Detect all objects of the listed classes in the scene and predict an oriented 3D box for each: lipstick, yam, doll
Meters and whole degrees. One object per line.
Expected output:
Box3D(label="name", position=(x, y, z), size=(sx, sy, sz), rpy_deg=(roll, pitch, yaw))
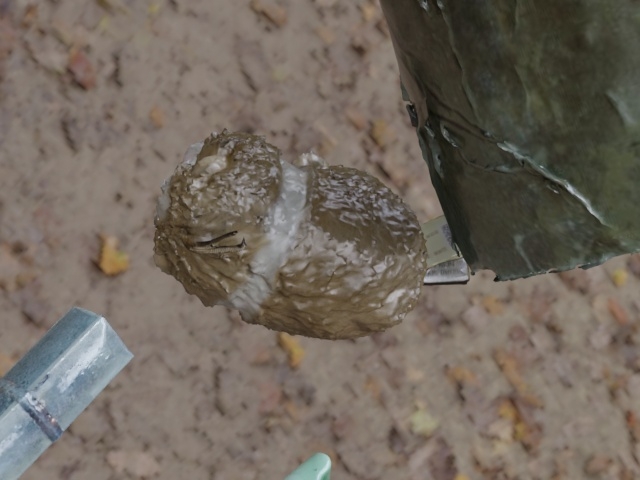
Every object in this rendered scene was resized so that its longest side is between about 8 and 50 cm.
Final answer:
Box3D(label="lipstick", position=(-0.329, 0.197, 1.497), size=(0.290, 0.077, 0.076), rpy_deg=(-46, 125, -22))
Box3D(label="yam", position=(0.131, -0.154, 0.684), size=(0.241, 0.241, 0.348), rpy_deg=(-42, 119, -50))
Box3D(label="doll", position=(0.000, 0.007, 0.844), size=(0.221, 0.105, 0.115), rpy_deg=(17, 25, -35))

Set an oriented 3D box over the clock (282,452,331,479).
Box3D(label="clock", position=(0.045, 0.304, 1.297), size=(0.211, 0.159, 0.066), rpy_deg=(37, 57, 24))
